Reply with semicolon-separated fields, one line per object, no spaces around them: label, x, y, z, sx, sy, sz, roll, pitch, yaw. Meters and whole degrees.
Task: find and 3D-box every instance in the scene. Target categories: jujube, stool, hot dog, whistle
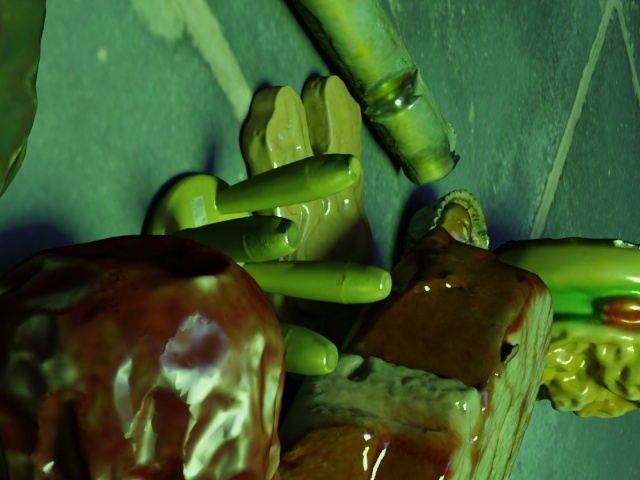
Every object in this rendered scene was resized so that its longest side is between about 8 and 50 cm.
jujube;-0.088;0.110;0.547;0.155;0.155;0.230;-32;119;-56
stool;-0.032;0.012;0.677;0.135;0.111;0.134;28;67;-55
hot dog;0.120;0.081;0.980;0.131;0.069;0.252;-24;109;-57
whistle;0.026;-0.152;0.829;0.057;0.068;0.326;-38;139;3

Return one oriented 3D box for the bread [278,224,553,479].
bread;0.063;0.160;0.773;0.327;0.114;0.295;-53;152;-47

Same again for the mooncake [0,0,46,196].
mooncake;-0.214;-0.080;0.315;0.290;0.161;0.290;4;85;-61

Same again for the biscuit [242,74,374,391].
biscuit;-0.002;0.002;0.810;0.144;0.040;0.236;-20;105;-53

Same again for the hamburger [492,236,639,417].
hamburger;0.257;0.095;1.078;0.237;0.237;0.148;29;65;-56
